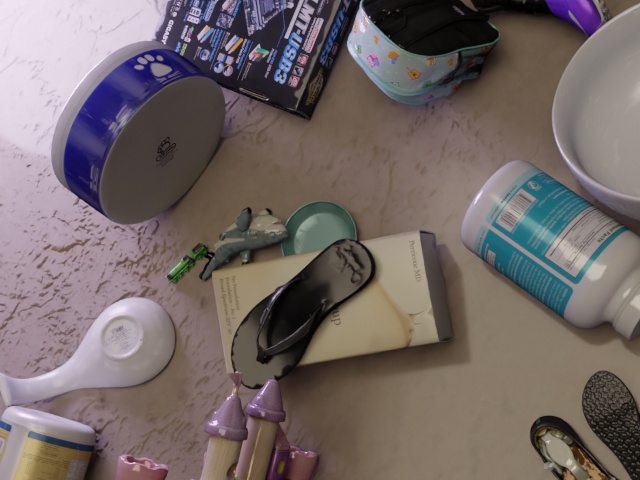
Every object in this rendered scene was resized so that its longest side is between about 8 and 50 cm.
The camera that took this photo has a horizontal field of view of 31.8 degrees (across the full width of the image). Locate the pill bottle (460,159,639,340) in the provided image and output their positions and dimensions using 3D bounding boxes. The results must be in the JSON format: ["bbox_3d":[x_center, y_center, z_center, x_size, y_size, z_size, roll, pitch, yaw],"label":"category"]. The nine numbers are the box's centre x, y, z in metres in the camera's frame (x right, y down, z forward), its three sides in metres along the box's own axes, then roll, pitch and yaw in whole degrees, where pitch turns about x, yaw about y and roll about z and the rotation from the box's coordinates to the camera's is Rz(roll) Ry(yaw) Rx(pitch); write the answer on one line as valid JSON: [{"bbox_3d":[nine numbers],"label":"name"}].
[{"bbox_3d":[0.326,0.018,1.483,0.264,0.146,0.146,38,91,24],"label":"pill bottle"}]

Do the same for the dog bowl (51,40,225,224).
[{"bbox_3d":[-0.267,-0.158,1.679,0.104,0.265,0.265,35,90,22],"label":"dog bowl"}]

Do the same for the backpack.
[{"bbox_3d":[0.133,-0.282,1.607,0.166,0.188,0.144,51,134,22],"label":"backpack"}]

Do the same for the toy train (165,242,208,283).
[{"bbox_3d":[-0.208,0.035,1.738,0.083,0.024,0.017,-43,67,5],"label":"toy train"}]

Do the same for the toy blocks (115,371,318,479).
[{"bbox_3d":[-0.069,0.310,1.473,0.309,0.288,0.260,12,86,25],"label":"toy blocks"}]

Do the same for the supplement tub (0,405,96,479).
[{"bbox_3d":[-0.429,0.359,1.669,0.144,0.144,0.199,13,81,22],"label":"supplement tub"}]

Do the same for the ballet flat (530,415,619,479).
[{"bbox_3d":[0.340,0.310,1.445,0.074,0.074,0.203,-41,67,6],"label":"ballet flat"}]

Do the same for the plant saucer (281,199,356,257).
[{"bbox_3d":[0.000,0.000,1.673,0.119,0.021,0.119,-5,74,19],"label":"plant saucer"}]

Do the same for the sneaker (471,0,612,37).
[{"bbox_3d":[0.295,-0.369,1.628,0.146,0.102,0.293,-41,62,11],"label":"sneaker"}]

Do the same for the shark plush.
[{"bbox_3d":[-0.125,0.010,1.692,0.161,0.073,0.067,-34,77,9],"label":"shark plush"}]

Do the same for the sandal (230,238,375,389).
[{"bbox_3d":[-0.036,0.094,1.511,0.097,0.054,0.254,44,101,15],"label":"sandal"}]

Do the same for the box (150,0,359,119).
[{"bbox_3d":[-0.093,-0.375,1.761,0.293,0.073,0.295,23,93,21],"label":"box"}]

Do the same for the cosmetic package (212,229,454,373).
[{"bbox_3d":[0.017,0.091,1.583,0.309,0.113,0.160,-13,84,18],"label":"cosmetic package"}]

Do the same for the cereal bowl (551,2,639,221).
[{"bbox_3d":[0.483,-0.157,1.453,0.339,0.141,0.339,-15,55,23],"label":"cereal bowl"}]

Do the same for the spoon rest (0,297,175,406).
[{"bbox_3d":[-0.355,0.182,1.736,0.276,0.084,0.137,-22,71,-1],"label":"spoon rest"}]

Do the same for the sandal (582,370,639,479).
[{"bbox_3d":[0.398,0.253,1.460,0.067,0.040,0.179,-32,82,16],"label":"sandal"}]
